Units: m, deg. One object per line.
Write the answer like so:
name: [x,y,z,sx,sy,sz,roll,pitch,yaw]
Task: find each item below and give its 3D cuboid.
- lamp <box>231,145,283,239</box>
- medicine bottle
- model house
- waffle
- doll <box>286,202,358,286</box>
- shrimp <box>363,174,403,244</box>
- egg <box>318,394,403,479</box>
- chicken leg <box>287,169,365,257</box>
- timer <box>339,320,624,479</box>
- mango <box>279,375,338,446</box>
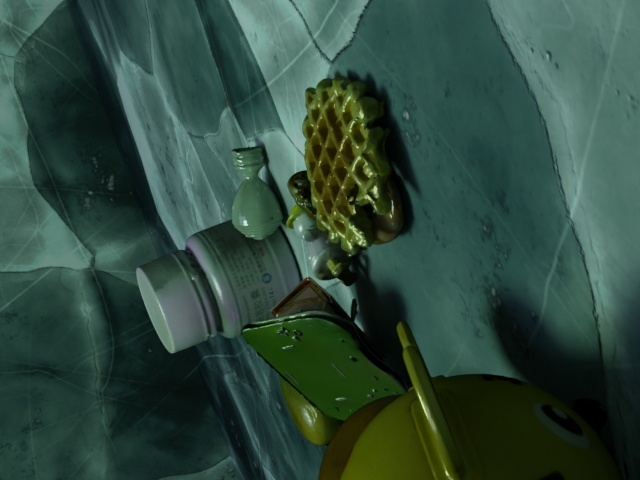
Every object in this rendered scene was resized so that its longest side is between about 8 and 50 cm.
lamp: [-0.134,-0.095,1.947,0.106,0.106,0.193,-156,58,-65]
medicine bottle: [-0.218,0.093,2.059,0.241,0.301,0.241,55,158,35]
model house: [0.034,0.170,1.671,0.207,0.154,0.294,-15,131,34]
waffle: [0.031,-0.113,1.434,0.250,0.056,0.261,14,113,64]
doll: [0.000,0.000,1.687,0.129,0.081,0.207,38,-164,-50]
shrimp: [0.064,-0.055,1.482,0.133,0.053,0.236,67,159,-3]
egg: [0.142,0.398,1.412,0.351,0.282,0.282,65,163,-12]
chicken leg: [0.010,-0.046,1.620,0.178,0.070,0.093,55,-160,9]
timer: [0.173,0.281,1.105,0.387,0.376,0.376,70,162,1]
mango: [-0.031,0.368,2.192,0.237,0.091,0.137,-127,28,-55]
